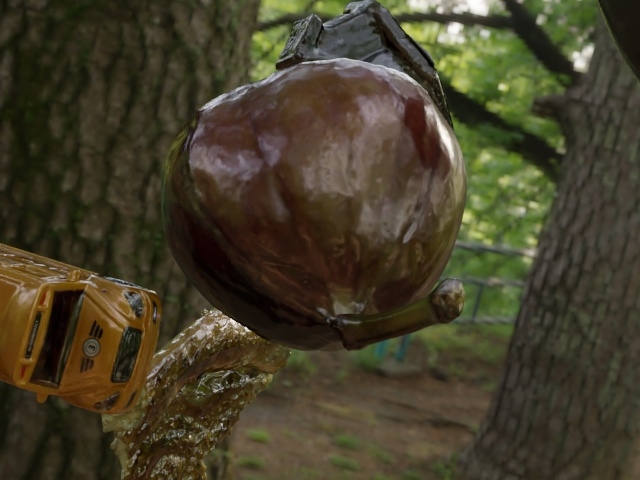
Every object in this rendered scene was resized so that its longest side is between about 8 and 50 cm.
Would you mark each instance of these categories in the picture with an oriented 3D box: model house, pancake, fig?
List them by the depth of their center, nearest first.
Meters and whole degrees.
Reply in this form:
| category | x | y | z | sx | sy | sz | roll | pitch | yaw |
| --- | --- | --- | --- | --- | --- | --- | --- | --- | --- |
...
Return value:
| category | x | y | z | sx | sy | sz | roll | pitch | yaw |
| --- | --- | --- | --- | --- | --- | --- | --- | --- | --- |
| fig | 0.001 | 0.006 | 0.812 | 0.203 | 0.186 | 0.249 | -9 | 50 | 1 |
| pancake | -0.116 | 0.182 | 1.219 | 0.057 | 0.244 | 0.266 | 13 | 4 | 33 |
| model house | 0.042 | -0.175 | 1.457 | 0.203 | 0.164 | 0.141 | 49 | -20 | 13 |

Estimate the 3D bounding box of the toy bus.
| category | x | y | z | sx | sy | sz | roll | pitch | yaw |
| --- | --- | --- | --- | --- | --- | --- | --- | --- | --- |
| toy bus | -0.201 | 0.046 | 0.786 | 0.194 | 0.083 | 0.088 | 15 | 0 | 20 |

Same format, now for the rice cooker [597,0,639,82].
| category | x | y | z | sx | sy | sz | roll | pitch | yaw |
| --- | --- | --- | --- | --- | --- | --- | --- | --- | --- |
| rice cooker | 0.312 | -0.210 | 0.840 | 0.267 | 0.267 | 0.224 | 13 | 0 | -14 |
